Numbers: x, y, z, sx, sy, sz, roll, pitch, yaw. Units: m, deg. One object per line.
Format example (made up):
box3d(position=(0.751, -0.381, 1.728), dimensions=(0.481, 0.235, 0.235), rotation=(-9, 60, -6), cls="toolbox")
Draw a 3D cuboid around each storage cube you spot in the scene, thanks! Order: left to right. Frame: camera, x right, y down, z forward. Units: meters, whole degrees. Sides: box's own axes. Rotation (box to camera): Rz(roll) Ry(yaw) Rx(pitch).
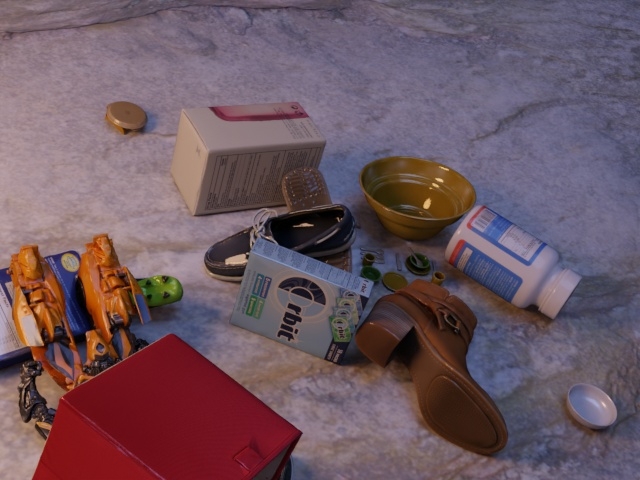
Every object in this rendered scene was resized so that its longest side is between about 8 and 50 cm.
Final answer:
box3d(position=(-0.169, 0.247, 0.925), dimensions=(0.193, 0.184, 0.215), rotation=(35, 28, 16), cls="storage cube")

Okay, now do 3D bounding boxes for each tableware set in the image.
box3d(position=(0.143, 0.050, 1.536), dimensions=(0.154, 0.024, 0.104), rotation=(11, 41, -11), cls="tableware set")

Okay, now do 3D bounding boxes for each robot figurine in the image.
box3d(position=(-0.308, 0.137, 1.165), dimensions=(0.211, 0.085, 0.291), rotation=(-11, 63, -31), cls="robot figurine")

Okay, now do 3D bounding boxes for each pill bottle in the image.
box3d(position=(0.341, 0.043, 1.548), dimensions=(0.221, 0.124, 0.124), rotation=(35, 42, 16), cls="pill bottle")

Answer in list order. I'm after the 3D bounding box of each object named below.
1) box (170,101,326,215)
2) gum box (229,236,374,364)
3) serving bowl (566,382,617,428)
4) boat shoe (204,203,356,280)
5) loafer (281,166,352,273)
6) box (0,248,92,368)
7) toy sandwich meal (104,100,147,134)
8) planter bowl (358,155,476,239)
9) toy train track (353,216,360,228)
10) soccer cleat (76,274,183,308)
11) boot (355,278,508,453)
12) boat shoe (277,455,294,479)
box3d(position=(-0.130, -0.148, 1.551), dimensions=(0.232, 0.149, 0.127), rotation=(-8, 47, -30), cls="box")
box3d(position=(-0.031, 0.093, 1.311), dimensions=(0.184, 0.157, 0.041), rotation=(21, 40, 2), cls="gum box")
box3d(position=(0.429, 0.270, 1.401), dimensions=(0.083, 0.027, 0.083), rotation=(12, 41, -10), cls="serving bowl")
box3d(position=(-0.069, -0.001, 1.394), dimensions=(0.254, 0.079, 0.095), rotation=(-10, 59, 6), cls="boat shoe")
box3d(position=(0.000, 0.000, 1.480), dimensions=(0.101, 0.092, 0.269), rotation=(-13, 59, 5), cls="loafer")
box3d(position=(-0.420, 0.100, 1.214), dimensions=(0.225, 0.036, 0.136), rotation=(-18, 67, -33), cls="box")
box3d(position=(-0.366, -0.230, 1.642), dimensions=(0.085, 0.029, 0.086), rotation=(14, 42, -13), cls="toy sandwich meal")
box3d(position=(0.171, -0.063, 1.613), dimensions=(0.217, 0.090, 0.217), rotation=(6, 34, -4), cls="planter bowl")
box3d(position=(0.034, -0.036, 1.596), dimensions=(0.083, 0.014, 0.048), rotation=(8, 41, -13), cls="toy train track")
box3d(position=(-0.292, 0.082, 1.300), dimensions=(0.178, 0.072, 0.060), rotation=(-2, 74, 2), cls="soccer cleat")
box3d(position=(0.200, 0.184, 1.364), dimensions=(0.283, 0.109, 0.220), rotation=(37, 30, 14), cls="boot")
box3d(position=(-0.083, 0.329, 1.090), dimensions=(0.077, 0.070, 0.219), rotation=(24, 40, 5), cls="boat shoe")
